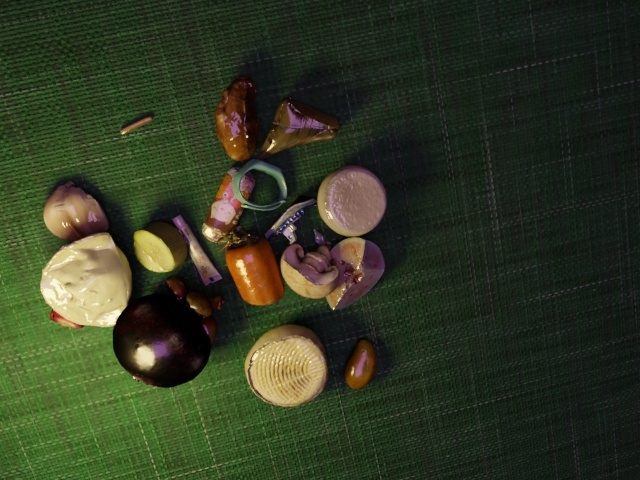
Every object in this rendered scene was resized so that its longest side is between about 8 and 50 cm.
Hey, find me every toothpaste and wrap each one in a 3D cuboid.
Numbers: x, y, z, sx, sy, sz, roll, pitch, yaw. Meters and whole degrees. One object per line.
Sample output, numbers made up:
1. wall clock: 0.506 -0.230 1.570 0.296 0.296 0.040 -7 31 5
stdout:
1. toothpaste: -0.512 0.040 1.929 0.056 0.058 0.314 -40 112 -39

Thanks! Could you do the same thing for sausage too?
1. sausage: -0.708 -0.446 1.813 0.132 0.024 0.024 -27 104 0

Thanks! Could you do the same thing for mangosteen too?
1. mangosteen: -0.582 0.351 1.833 0.382 0.382 0.435 39 85 -13

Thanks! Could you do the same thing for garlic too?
1. garlic: -0.961 -0.105 1.816 0.217 0.110 0.228 -23 104 2

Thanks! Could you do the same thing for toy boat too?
1. toy boat: -0.107 -0.074 1.916 0.115 0.114 0.262 42 92 -3

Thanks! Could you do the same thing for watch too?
1. watch: -0.229 -0.212 1.855 0.237 0.068 0.195 14 87 -41

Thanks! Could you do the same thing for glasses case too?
1. glasses case: -0.369 -0.141 1.889 0.122 0.082 0.321 24 97 -17

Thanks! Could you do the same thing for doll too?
1. doll: 0.000 0.001 1.988 0.057 0.039 0.114 -17 119 32

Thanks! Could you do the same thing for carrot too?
1. carrot: -0.279 0.081 1.894 0.193 0.214 0.331 -28 113 -23

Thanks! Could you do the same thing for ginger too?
1. ginger: -0.313 -0.464 1.787 0.165 0.172 0.321 13 104 29

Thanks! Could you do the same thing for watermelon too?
1. watermelon: 0.134 0.120 1.990 0.188 0.175 0.322 12 119 -51

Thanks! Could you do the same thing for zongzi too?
1. zongzi: -0.085 -0.391 1.860 0.260 0.123 0.289 20 109 -13

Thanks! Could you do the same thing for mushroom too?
1. mushroom: -0.043 0.131 1.920 0.253 0.195 0.189 33 138 10

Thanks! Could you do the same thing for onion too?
1. onion: -1.003 0.278 1.896 0.150 0.150 0.140 12 63 -9

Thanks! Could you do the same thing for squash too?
1. squash: -0.645 0.041 1.858 0.220 0.133 0.220 5 115 11

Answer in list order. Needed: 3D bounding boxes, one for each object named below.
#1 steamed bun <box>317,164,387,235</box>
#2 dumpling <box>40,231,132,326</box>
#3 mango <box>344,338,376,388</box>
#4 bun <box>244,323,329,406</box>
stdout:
1. steamed bun: 0.119 -0.159 1.895 0.283 0.177 0.283 -1 95 -14
2. dumpling: -0.889 0.166 1.806 0.315 0.233 0.395 -15 118 -19
3. mango: 0.184 0.556 2.105 0.136 0.099 0.228 15 91 -7
4. bun: -0.139 0.512 1.997 0.364 0.202 0.364 -3 108 -8
